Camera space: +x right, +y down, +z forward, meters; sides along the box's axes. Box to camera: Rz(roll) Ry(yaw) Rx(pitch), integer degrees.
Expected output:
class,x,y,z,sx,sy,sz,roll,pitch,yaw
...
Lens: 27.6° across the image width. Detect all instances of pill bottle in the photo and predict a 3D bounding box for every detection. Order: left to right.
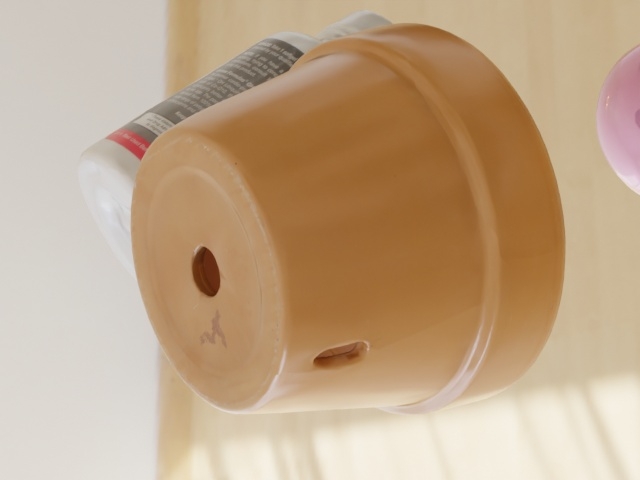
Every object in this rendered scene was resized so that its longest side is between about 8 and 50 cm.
class,x,y,z,sx,sy,sz,roll,pitch,yaw
pill bottle,-0.052,-0.088,1.231,0.176,0.318,0.176,43,155,26

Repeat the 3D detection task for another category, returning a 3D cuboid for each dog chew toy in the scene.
class,x,y,z,sx,sy,sz,roll,pitch,yaw
dog chew toy,0.459,-0.177,1.431,0.332,0.207,0.206,-43,48,45

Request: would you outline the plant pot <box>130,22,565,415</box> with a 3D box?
class,x,y,z,sx,sy,sz,roll,pitch,yaw
plant pot,0.000,0.000,0.930,0.291,0.203,0.290,23,119,49
